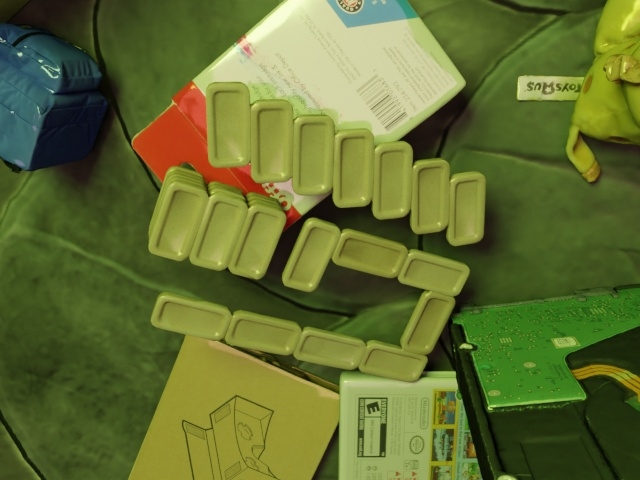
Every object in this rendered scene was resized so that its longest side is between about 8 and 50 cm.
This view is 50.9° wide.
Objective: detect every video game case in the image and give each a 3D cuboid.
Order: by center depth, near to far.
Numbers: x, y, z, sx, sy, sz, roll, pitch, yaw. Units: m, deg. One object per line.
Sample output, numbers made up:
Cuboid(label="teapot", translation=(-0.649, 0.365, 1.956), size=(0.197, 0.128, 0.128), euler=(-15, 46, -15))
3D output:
Cuboid(label="video game case", translation=(0.119, 0.228, 0.620), size=(0.206, 0.026, 0.227), euler=(0, 102, -1))

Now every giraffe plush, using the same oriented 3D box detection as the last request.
Cuboid(label="giraffe plush", translation=(0.257, -0.118, 0.462), size=(0.210, 0.170, 0.182), euler=(-15, 101, 9))

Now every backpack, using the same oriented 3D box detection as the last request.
Cuboid(label="backpack", translation=(-0.246, -0.126, 0.548), size=(0.120, 0.098, 0.101), euler=(30, 106, 8))

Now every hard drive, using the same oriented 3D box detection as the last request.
Cuboid(label="hard drive", translation=(0.215, 0.112, 0.434), size=(0.236, 0.339, 0.064), euler=(-7, 104, 6))

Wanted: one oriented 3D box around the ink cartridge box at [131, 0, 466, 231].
Cuboid(label="ink cartridge box", translation=(-0.018, -0.104, 0.538), size=(0.231, 0.078, 0.134), euler=(-37, 98, 12))

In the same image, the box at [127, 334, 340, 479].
Cuboid(label="box", translation=(-0.083, 0.199, 0.644), size=(0.164, 0.021, 0.201), euler=(23, 103, -1))

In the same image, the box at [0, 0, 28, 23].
Cuboid(label="box", translation=(-0.238, -0.266, 0.453), size=(0.243, 0.213, 0.117), euler=(-36, 98, 13))

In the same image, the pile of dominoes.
Cuboid(label="pile of dominoes", translation=(0.000, 0.000, 0.523), size=(0.251, 0.040, 0.196), euler=(16, 111, -19))
